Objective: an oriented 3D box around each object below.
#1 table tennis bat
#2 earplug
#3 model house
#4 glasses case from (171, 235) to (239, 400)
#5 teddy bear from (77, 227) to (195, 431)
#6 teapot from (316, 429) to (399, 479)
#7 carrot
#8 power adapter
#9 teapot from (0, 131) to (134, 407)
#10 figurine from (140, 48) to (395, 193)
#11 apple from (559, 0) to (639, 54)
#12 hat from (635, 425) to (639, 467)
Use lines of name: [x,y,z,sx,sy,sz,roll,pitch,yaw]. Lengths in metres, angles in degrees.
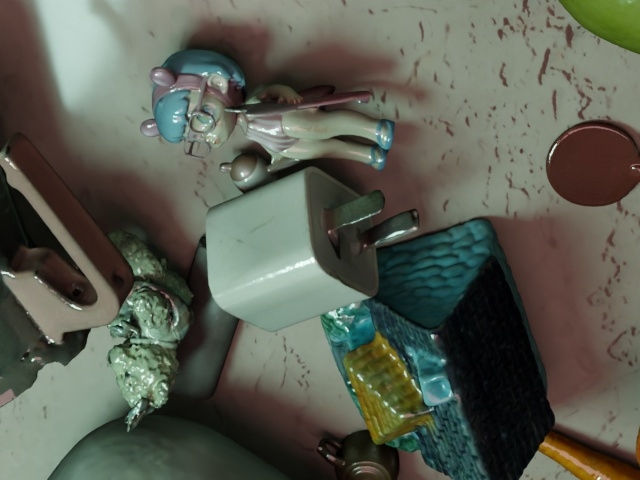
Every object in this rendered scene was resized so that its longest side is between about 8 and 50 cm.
table tennis bat: [0.317,-0.076,1.783,0.154,0.019,0.098,7,118,2]
earplug: [-0.141,0.378,1.892,0.394,0.313,0.312,36,114,-12]
model house: [0.124,0.162,1.798,0.226,0.241,0.261,-19,116,10]
glasses case: [-0.129,0.090,1.884,0.072,0.042,0.191,20,118,1]
teddy bear: [-0.188,0.092,1.830,0.111,0.133,0.213,-13,86,-22]
teapot: [0.048,0.265,1.950,0.121,0.068,0.076,31,115,-13]
carrot: [0.327,0.270,1.954,0.256,0.061,0.061,35,115,-5]
power adapter: [0.000,0.000,1.740,0.205,0.125,0.130,-20,149,28]
teapot: [-0.388,0.004,1.704,0.376,0.305,0.362,-11,128,32]
figurine: [-0.055,-0.120,1.747,0.260,0.103,0.205,10,154,-5]
apple: [0.327,-0.307,1.527,0.292,0.254,0.292,2,115,5]
hat: [0.510,0.121,1.798,0.285,0.285,0.400,17,91,-6]
